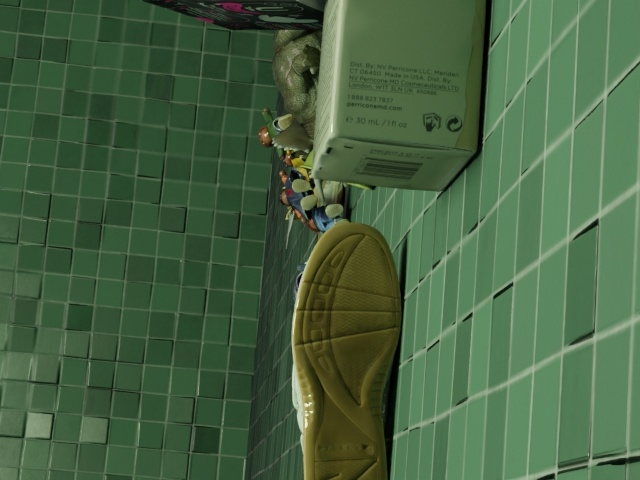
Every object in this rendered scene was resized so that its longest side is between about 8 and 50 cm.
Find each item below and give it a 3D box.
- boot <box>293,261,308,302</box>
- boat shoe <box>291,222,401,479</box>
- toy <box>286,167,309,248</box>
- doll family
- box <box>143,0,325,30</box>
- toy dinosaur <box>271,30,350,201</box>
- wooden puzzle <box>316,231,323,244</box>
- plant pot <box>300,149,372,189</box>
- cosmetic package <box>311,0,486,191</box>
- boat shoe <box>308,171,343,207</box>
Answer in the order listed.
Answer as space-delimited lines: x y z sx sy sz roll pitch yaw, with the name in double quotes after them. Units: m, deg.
0.015 0.034 1.638 0.190 0.086 0.069 -116 32 -80 "boot"
0.016 0.124 1.462 0.096 0.098 0.277 142 133 -82 "boat shoe"
-0.014 -0.091 2.260 0.237 0.056 0.137 96 180 -68 "toy"
-0.021 -0.075 1.979 0.111 0.076 0.193 169 89 -70 "doll family"
-0.045 -0.271 1.377 0.247 0.142 0.163 -6 -81 -76 "box"
-0.013 -0.216 1.835 0.160 0.121 0.314 -32 64 56 "toy dinosaur"
0.000 0.000 2.276 0.049 0.006 0.083 111 164 -71 "wooden puzzle"
0.029 -0.105 1.747 0.083 0.083 0.079 -160 88 -85 "plant pot"
0.064 -0.205 1.231 0.160 0.113 0.310 124 152 -80 "cosmetic package"
0.004 -0.077 2.096 0.135 0.045 0.050 -99 15 -70 "boat shoe"
